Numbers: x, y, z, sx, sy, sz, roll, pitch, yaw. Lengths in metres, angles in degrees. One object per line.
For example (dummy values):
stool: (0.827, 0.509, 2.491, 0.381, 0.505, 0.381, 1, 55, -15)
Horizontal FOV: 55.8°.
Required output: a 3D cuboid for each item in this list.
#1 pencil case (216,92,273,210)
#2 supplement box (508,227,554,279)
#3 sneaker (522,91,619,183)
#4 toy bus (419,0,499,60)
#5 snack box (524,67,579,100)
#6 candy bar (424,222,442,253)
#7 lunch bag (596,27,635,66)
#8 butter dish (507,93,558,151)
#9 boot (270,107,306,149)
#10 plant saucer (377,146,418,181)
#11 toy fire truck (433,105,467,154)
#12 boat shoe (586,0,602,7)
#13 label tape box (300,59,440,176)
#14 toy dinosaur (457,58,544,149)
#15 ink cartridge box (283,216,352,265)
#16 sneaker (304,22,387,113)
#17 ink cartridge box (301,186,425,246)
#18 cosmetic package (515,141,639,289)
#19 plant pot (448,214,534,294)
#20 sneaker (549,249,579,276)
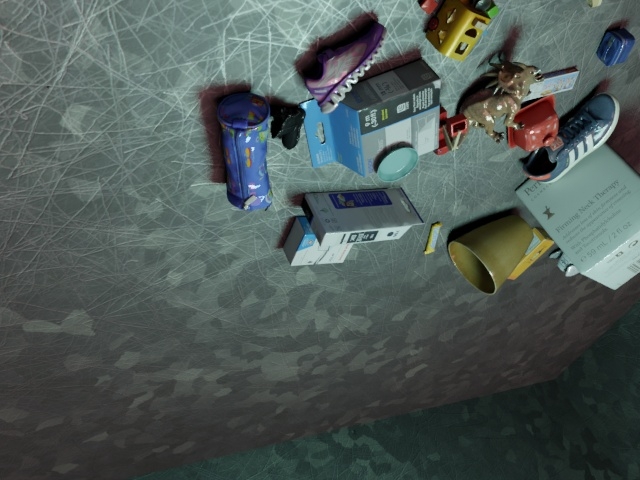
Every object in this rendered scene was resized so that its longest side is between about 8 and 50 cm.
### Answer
pencil case: (-0.177, -0.198, 1.451, 0.119, 0.133, 0.306, 2, 139, -1)
supplement box: (0.820, 0.055, 2.434, 0.078, 0.080, 0.233, 10, 132, -41)
sneaker: (0.777, -0.315, 1.901, 0.148, 0.131, 0.350, -1, 138, -37)
toy bus: (0.341, -0.518, 1.400, 0.191, 0.104, 0.202, -28, 145, 1)
snack box: (0.662, -0.452, 1.753, 0.178, 0.022, 0.064, -16, 142, -14)
candy bar: (0.399, -0.008, 2.141, 0.040, 0.018, 0.161, -16, 144, -15)
lunch bag: (0.827, -0.541, 1.707, 0.065, 0.067, 0.098, -16, 144, -14)
butter dish: (0.657, -0.330, 1.819, 0.160, 0.118, 0.160, -27, 145, 1)
boot: (-0.086, -0.266, 1.462, 0.099, 0.045, 0.121, -34, 154, -52)
plant saucer: (0.200, -0.204, 1.591, 0.119, 0.021, 0.119, -19, 146, -13)
toy fire truck: (0.345, -0.292, 1.656, 0.047, 0.135, 0.192, -22, 144, -7)
boat shoe: (0.647, -0.638, 1.486, 0.059, 0.063, 0.170, -31, 135, 11)
label tape box: (0.136, -0.290, 1.554, 0.333, 0.106, 0.241, -22, 144, -7)
toy dinosaur: (0.465, -0.380, 1.645, 0.295, 0.127, 0.200, -30, 138, 26)
ink cartridge box: (0.000, 0.000, 1.849, 0.190, 0.082, 0.139, -1, 137, -29)
sneaker: (0.051, -0.407, 1.376, 0.104, 0.095, 0.236, 39, 101, -15)
ink cartridge box: (0.124, -0.072, 1.765, 0.332, 0.165, 0.065, -6, 139, -25)
cosmetic package: (0.957, -0.099, 2.056, 0.327, 0.394, 0.329, 17, 125, -45)
plant pot: (0.636, 0.027, 2.187, 0.254, 0.237, 0.237, -37, 146, -12)
sneaker: (1.052, 0.037, 2.502, 0.210, 0.137, 0.366, -47, 143, 21)
